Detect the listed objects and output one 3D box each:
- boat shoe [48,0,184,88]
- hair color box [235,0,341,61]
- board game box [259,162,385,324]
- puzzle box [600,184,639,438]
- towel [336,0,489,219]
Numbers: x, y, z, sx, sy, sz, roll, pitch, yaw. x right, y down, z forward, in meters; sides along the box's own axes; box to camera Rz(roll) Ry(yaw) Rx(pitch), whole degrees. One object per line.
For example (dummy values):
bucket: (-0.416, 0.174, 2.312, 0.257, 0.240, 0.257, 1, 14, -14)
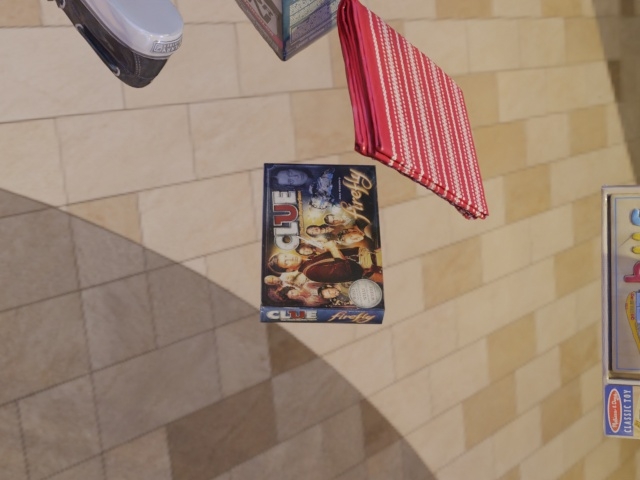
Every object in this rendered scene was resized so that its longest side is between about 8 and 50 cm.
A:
boat shoe: (-0.198, -0.218, 0.780, 0.228, 0.076, 0.080, 48, 42, 13)
hair color box: (-0.050, -0.338, 0.986, 0.105, 0.347, 0.174, -36, 83, -8)
board game box: (0.000, 0.000, 1.299, 0.042, 0.165, 0.243, 96, -6, -55)
puzzle box: (0.574, 0.113, 1.458, 0.052, 0.272, 0.408, -22, 110, -67)
towel: (0.109, -0.144, 1.082, 0.275, 0.031, 0.198, 24, 53, -52)
